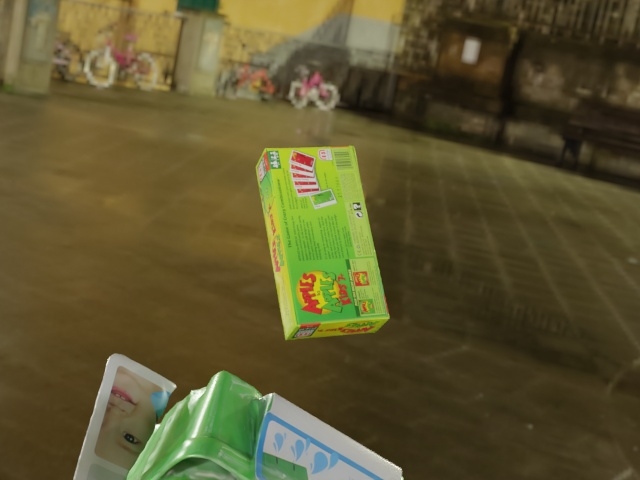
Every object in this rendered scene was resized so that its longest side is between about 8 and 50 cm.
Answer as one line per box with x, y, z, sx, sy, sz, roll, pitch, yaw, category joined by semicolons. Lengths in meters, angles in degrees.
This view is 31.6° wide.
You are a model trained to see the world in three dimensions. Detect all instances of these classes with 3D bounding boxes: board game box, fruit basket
0.000;0.000;1.081;0.092;0.181;0.043;-4;-22;-18;board game box
-0.036;0.272;0.758;0.327;0.165;0.353;35;29;-22;fruit basket
